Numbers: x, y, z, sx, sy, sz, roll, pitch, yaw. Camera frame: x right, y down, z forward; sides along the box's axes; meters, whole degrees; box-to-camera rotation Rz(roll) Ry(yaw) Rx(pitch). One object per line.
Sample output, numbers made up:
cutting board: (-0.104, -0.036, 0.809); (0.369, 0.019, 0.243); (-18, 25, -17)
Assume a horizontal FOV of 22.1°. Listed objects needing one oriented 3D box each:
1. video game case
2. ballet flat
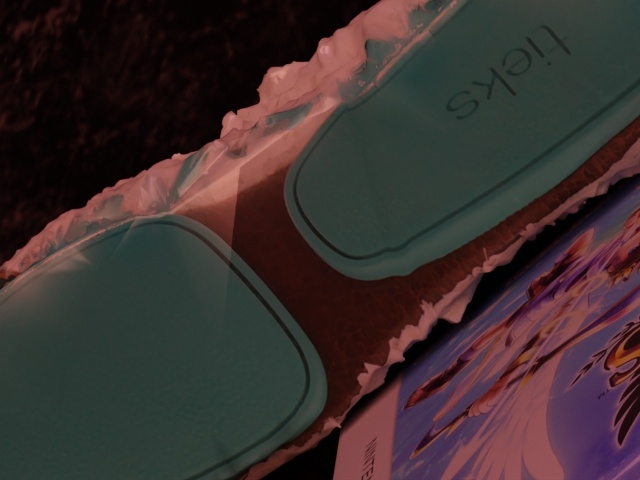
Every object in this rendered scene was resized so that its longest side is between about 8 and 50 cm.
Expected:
video game case: (0.113, 0.044, 0.563); (0.269, 0.244, 0.061); (-42, 100, 14)
ballet flat: (0.000, 0.000, 0.704); (0.409, 0.147, 0.147); (-33, 62, 17)
